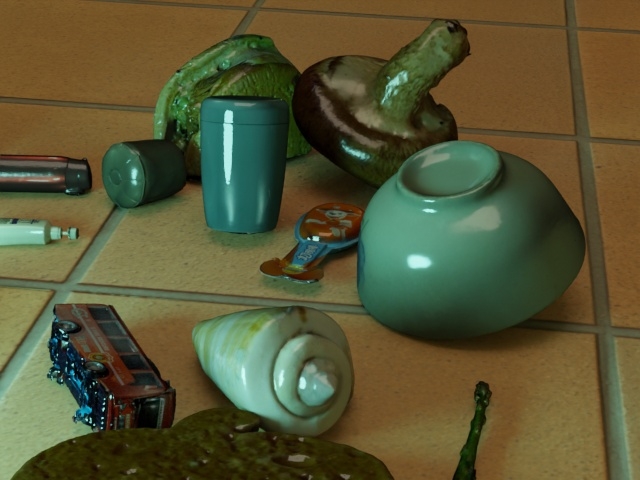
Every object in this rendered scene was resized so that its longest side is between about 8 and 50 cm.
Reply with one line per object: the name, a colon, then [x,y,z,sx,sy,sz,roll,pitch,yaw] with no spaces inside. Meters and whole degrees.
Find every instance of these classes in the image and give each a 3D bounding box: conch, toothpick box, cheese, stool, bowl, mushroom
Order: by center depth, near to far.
conch: [-0.054,0.112,1.455,0.158,0.127,0.255,-15,28,-36]
bowl: [0.167,-0.027,1.658,0.289,0.146,0.289,-12,34,9]
cheese: [0.000,0.000,1.812,0.106,0.037,0.256,9,25,19]
toothpick box: [-0.105,-0.101,1.845,0.120,0.184,0.120,3,9,0]
stool: [-0.250,-0.098,1.948,0.110,0.096,0.096,-15,29,-43]
mushroom: [0.082,-0.202,2.027,0.267,0.255,0.267,0,12,0]

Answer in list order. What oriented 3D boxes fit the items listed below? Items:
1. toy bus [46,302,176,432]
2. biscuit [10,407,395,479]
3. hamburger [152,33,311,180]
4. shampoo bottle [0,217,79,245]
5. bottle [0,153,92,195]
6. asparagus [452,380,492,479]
toy bus: [-0.231,0.138,1.466,0.096,0.074,0.235,-4,24,-27]
biscuit: [-0.107,0.250,1.242,0.367,0.063,0.314,2,21,-1]
hamburger: [-0.127,-0.213,2.107,0.288,0.192,0.167,-18,21,-36]
shampoo bottle: [-0.392,-0.011,1.818,0.141,0.034,0.049,2,18,-1]
bottle: [-0.412,-0.094,1.972,0.164,0.060,0.060,1,25,-2]
asparagus: [0.158,0.202,1.410,0.022,0.023,0.233,46,26,-10]
